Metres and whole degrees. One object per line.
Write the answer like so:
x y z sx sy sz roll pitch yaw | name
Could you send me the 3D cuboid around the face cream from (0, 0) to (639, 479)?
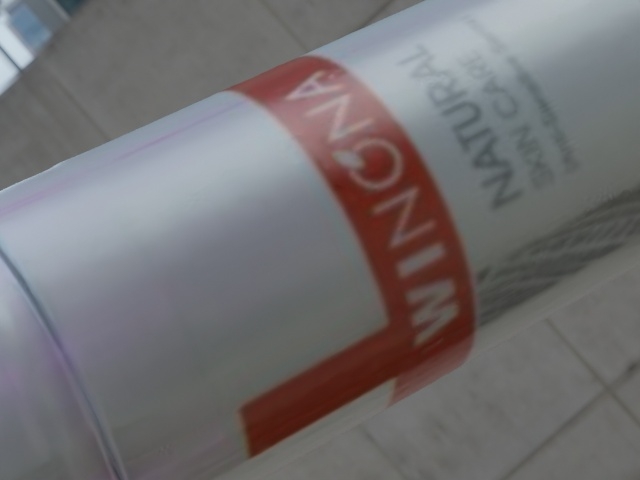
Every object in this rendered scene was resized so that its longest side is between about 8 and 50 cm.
0.000 0.000 0.448 0.345 0.102 0.102 -28 -7 -21 | face cream
